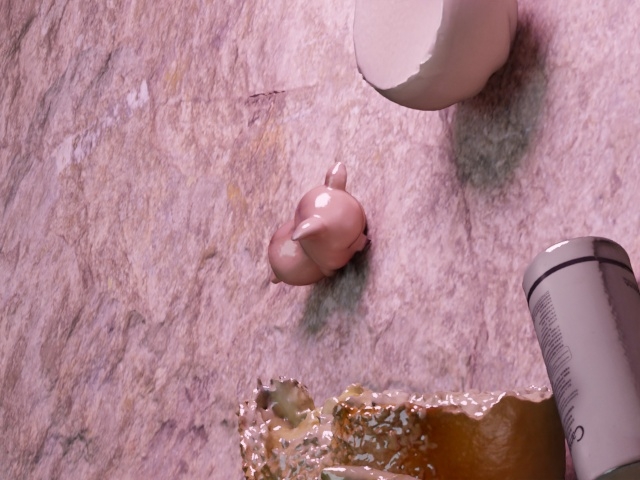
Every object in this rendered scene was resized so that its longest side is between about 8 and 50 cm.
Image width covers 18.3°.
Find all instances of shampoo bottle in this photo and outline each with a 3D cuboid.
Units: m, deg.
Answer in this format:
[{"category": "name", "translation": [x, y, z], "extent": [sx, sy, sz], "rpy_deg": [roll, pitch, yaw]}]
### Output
[{"category": "shampoo bottle", "translation": [0.215, 0.120, 1.451], "extent": [0.085, 0.085, 0.262], "rpy_deg": [-50, 37, 37]}]

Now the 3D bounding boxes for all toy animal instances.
[{"category": "toy animal", "translation": [-0.006, -0.002, 1.918], "extent": [0.150, 0.089, 0.083], "rpy_deg": [125, 145, -47]}]

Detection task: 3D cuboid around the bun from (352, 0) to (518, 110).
[{"category": "bun", "translation": [0.113, -0.197, 1.768], "extent": [0.173, 0.120, 0.173], "rpy_deg": [-21, 65, 56]}]

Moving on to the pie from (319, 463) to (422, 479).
[{"category": "pie", "translation": [0.114, 0.236, 1.418], "extent": [0.128, 0.282, 0.068], "rpy_deg": [91, -157, -47]}]

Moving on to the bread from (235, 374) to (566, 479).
[{"category": "bread", "translation": [0.051, 0.208, 1.585], "extent": [0.314, 0.171, 0.192], "rpy_deg": [-1, 92, 48]}]
